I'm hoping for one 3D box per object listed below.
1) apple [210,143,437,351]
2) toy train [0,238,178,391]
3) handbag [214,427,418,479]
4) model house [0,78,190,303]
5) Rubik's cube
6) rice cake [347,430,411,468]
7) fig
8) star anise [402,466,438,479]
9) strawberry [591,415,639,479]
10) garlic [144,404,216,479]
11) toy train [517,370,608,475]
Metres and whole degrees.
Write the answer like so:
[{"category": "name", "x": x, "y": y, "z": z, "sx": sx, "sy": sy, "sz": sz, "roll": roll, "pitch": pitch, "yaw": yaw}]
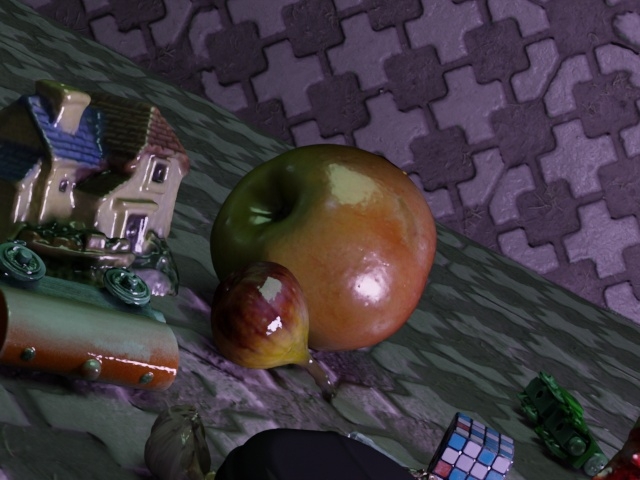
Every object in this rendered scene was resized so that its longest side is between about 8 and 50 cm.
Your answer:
[{"category": "apple", "x": 0.000, "y": 0.000, "z": 2.106, "sx": 0.305, "sy": 0.338, "sz": 0.338, "roll": 33, "pitch": 8, "yaw": -30}, {"category": "toy train", "x": -0.298, "y": 0.105, "z": 1.620, "sx": 0.285, "sy": 0.116, "sz": 0.177, "roll": 17, "pitch": 27, "yaw": -39}, {"category": "handbag", "x": 0.026, "y": 0.302, "z": 1.428, "sx": 0.308, "sy": 0.093, "sz": 0.254, "roll": 14, "pitch": 24, "yaw": -50}, {"category": "model house", "x": -0.319, "y": -0.071, "z": 1.842, "sx": 0.261, "sy": 0.266, "sz": 0.321, "roll": 16, "pitch": 5, "yaw": 28}, {"category": "Rubik's cube", "x": 0.205, "y": 0.305, "z": 1.836, "sx": 0.092, "sy": 0.092, "sz": 0.092, "roll": 28, "pitch": 12, "yaw": 3}, {"category": "rice cake", "x": 0.087, "y": 0.294, "z": 1.806, "sx": 0.121, "sy": 0.021, "sz": 0.022, "roll": 31, "pitch": 3, "yaw": 23}, {"category": "fig", "x": -0.076, "y": 0.144, "z": 1.924, "sx": 0.143, "sy": 0.230, "sz": 0.160, "roll": -20, "pitch": 22, "yaw": -6}, {"category": "star anise", "x": 0.122, "y": 0.317, "z": 1.692, "sx": 0.124, "sy": 0.056, "sz": 0.129, "roll": 28, "pitch": -3, "yaw": 19}, {"category": "strawberry", "x": 0.568, "y": 0.372, "z": 1.879, "sx": 0.343, "sy": 0.292, "sz": 0.292, "roll": 28, "pitch": 12, "yaw": 23}, {"category": "garlic", "x": -0.150, "y": 0.233, "z": 1.448, "sx": 0.074, "sy": 0.094, "sz": 0.113, "roll": -28, "pitch": 50, "yaw": -20}, {"category": "toy train", "x": 0.417, "y": 0.314, "z": 2.287, "sx": 0.119, "sy": 0.085, "sz": 0.251, "roll": 39, "pitch": 11, "yaw": -20}]
